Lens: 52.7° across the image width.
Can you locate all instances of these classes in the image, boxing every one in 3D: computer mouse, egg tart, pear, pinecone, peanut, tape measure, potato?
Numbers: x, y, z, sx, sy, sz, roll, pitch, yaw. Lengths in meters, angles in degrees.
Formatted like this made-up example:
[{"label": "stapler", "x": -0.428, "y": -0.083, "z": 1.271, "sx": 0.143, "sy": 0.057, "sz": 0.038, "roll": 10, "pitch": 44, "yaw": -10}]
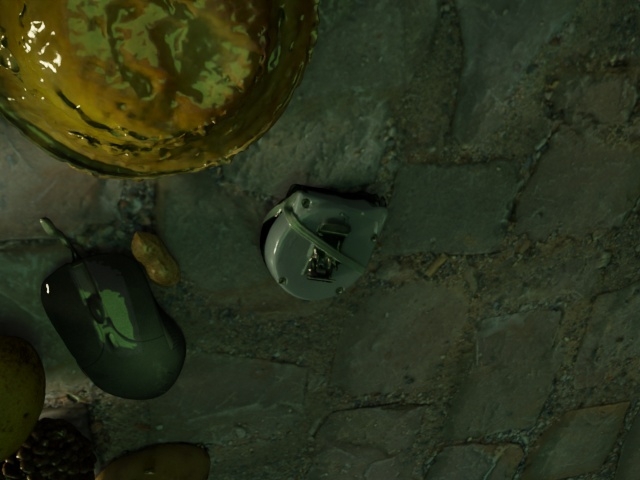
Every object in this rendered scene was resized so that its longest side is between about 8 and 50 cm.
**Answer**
[{"label": "computer mouse", "x": -0.324, "y": 0.124, "z": 0.987, "sx": 0.167, "sy": 0.090, "sz": 0.379, "roll": -26, "pitch": 124, "yaw": -5}, {"label": "egg tart", "x": -0.198, "y": -0.253, "z": 0.740, "sx": 0.443, "sy": 0.178, "sz": 0.443, "roll": -9, "pitch": 121, "yaw": -15}, {"label": "pear", "x": -0.490, "y": 0.215, "z": 0.920, "sx": 0.197, "sy": 0.197, "sz": 0.197, "roll": -10, "pitch": 123, "yaw": -15}, {"label": "pinecone", "x": -0.469, "y": 0.384, "z": 1.042, "sx": 0.204, "sy": 0.179, "sz": 0.184, "roll": -39, "pitch": 111, "yaw": 18}, {"label": "peanut", "x": -0.248, "y": 0.029, "z": 0.975, "sx": 0.054, "sy": 0.054, "sz": 0.113, "roll": -28, "pitch": 130, "yaw": -2}, {"label": "tape measure", "x": -0.002, "y": 0.004, "z": 1.024, "sx": 0.182, "sy": 0.107, "sz": 0.181, "roll": 3, "pitch": 112, "yaw": -26}, {"label": "potato", "x": -0.327, "y": 0.459, "z": 1.188, "sx": 0.243, "sy": 0.098, "sz": 0.138, "roll": -38, "pitch": 124, "yaw": 3}]
